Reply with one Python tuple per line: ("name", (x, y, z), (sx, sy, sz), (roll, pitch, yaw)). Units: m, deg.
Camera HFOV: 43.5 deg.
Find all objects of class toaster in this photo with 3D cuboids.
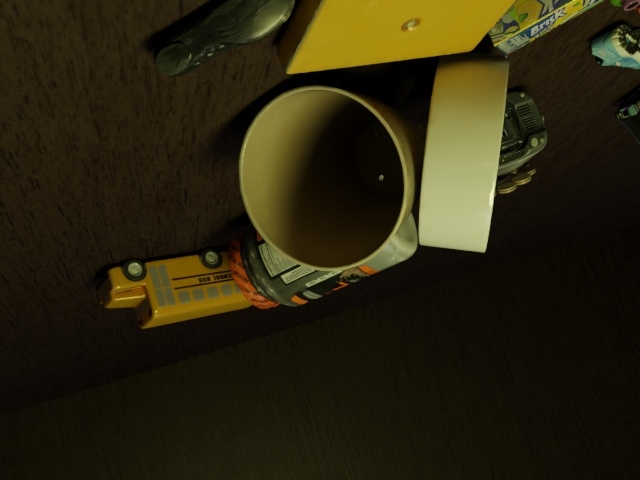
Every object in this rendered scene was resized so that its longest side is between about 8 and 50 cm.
("toaster", (0.287, -0.172, 1.452), (0.227, 0.129, 0.146), (-21, 169, -4))

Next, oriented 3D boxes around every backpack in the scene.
("backpack", (0.712, -0.267, 1.620), (0.117, 0.158, 0.173), (-20, 157, -33))

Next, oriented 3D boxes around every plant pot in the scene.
("plant pot", (0.057, -0.110, 1.210), (0.257, 0.256, 0.274), (-27, 179, 29))

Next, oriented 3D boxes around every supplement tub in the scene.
("supplement tub", (0.000, 0.000, 1.568), (0.338, 0.207, 0.207), (-25, 165, 25))

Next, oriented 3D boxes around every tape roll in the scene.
("tape roll", (0.209, -0.128, 1.174), (0.100, 0.286, 0.286), (7, 170, 11))

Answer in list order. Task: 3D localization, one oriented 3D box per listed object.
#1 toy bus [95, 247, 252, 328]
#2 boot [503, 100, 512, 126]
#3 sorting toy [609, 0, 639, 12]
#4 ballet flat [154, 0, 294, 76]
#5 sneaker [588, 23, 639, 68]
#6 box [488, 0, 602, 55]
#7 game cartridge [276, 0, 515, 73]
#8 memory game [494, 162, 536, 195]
("toy bus", (-0.299, 0.102, 1.718), (0.333, 0.130, 0.108), (-9, 163, -36))
("boot", (0.258, -0.222, 1.350), (0.099, 0.121, 0.045), (-46, -164, -4))
("sorting toy", (0.478, -0.352, 1.185), (0.102, 0.042, 0.061), (-9, 163, -35))
("ballet flat", (-0.109, -0.234, 0.880), (0.173, 0.057, 0.049), (-22, -151, 14))
("sneaker", (0.498, -0.320, 1.341), (0.073, 0.063, 0.162), (-8, 172, 40))
("box", (0.301, -0.315, 1.055), (0.169, 0.059, 0.054), (-26, 166, 27))
("game cartridge", (0.125, -0.305, 0.897), (0.285, 0.052, 0.323), (-13, 163, -25))
("memory game", (0.316, -0.109, 1.522), (0.186, 0.012, 0.186), (-18, -162, 6))
